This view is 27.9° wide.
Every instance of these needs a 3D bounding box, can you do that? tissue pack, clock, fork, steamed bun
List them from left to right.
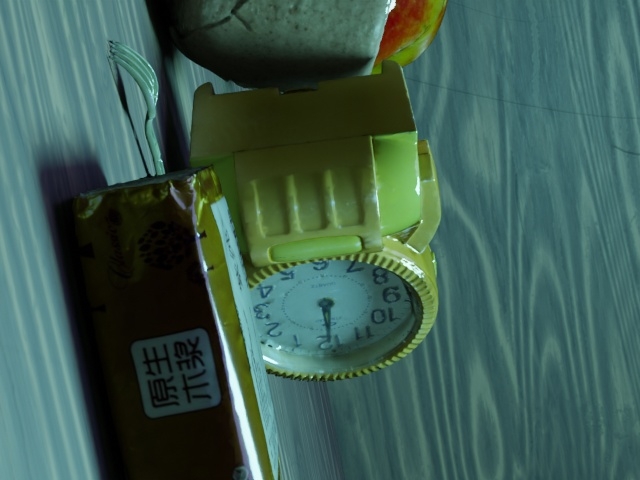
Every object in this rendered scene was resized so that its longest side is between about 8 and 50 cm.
[{"bbox_3d":[-0.131,-0.067,1.051,0.034,0.028,0.219,-103,-179,-49],"label":"fork"},{"bbox_3d":[-0.083,0.069,0.808,0.183,0.092,0.226,-79,160,-84],"label":"tissue pack"},{"bbox_3d":[-0.045,-0.248,1.366,0.301,0.251,0.199,-110,-158,-72],"label":"steamed bun"},{"bbox_3d":[0.000,0.000,1.297,0.317,0.244,0.200,80,6,-46],"label":"clock"}]

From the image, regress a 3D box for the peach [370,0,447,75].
[{"bbox_3d":[0.005,-0.410,1.935,0.388,0.388,0.388,-10,90,-88],"label":"peach"}]
